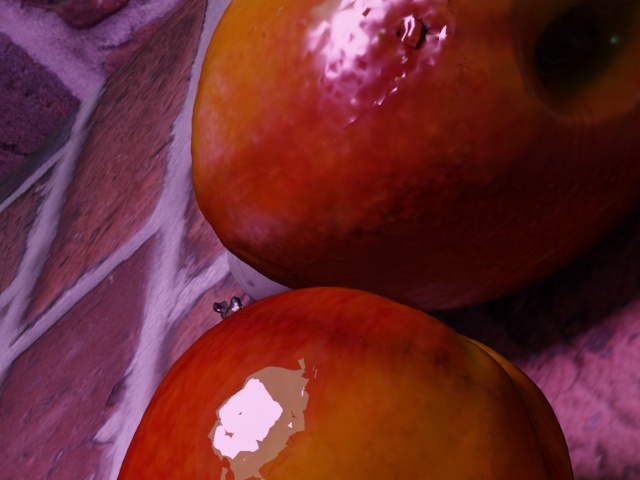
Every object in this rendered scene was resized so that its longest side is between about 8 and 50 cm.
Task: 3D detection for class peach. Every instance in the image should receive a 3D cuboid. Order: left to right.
[{"bbox_3d":[0.007,0.162,0.845,0.281,0.238,0.281,-22,58,39],"label":"peach"},{"bbox_3d":[0.076,-0.100,1.131,0.372,0.290,0.373,-44,15,15],"label":"peach"}]

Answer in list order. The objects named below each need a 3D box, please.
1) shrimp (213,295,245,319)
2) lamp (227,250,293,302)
[{"bbox_3d":[-0.058,0.125,1.340,0.145,0.059,0.254,-60,25,-4],"label":"shrimp"},{"bbox_3d":[0.000,0.000,1.410,0.193,0.106,0.106,-15,36,42],"label":"lamp"}]
